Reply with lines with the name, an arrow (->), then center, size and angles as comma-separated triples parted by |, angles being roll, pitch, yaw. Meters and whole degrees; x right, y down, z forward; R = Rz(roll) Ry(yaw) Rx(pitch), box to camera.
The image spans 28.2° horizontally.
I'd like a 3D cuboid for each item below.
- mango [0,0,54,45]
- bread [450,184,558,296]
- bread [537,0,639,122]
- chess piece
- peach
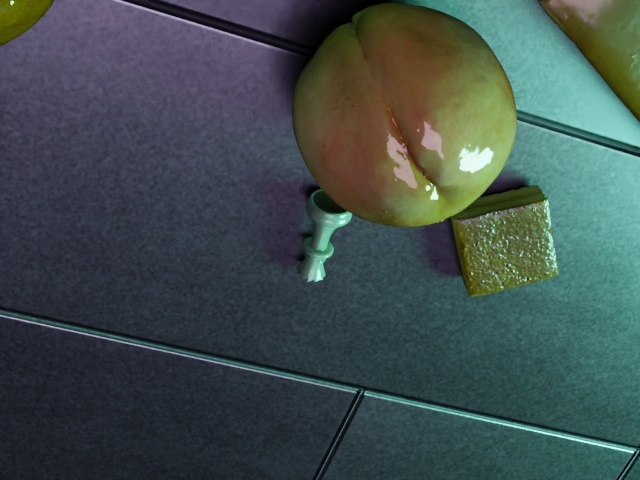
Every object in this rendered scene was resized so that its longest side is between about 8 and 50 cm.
mango -> -0.280, -0.183, 0.964 | 0.159, 0.084, 0.105 | 4, 128, -12
bread -> 0.171, 0.000, 1.191 | 0.090, 0.035, 0.094 | -15, 125, 1
bread -> 0.335, -0.139, 1.100 | 0.138, 0.077, 0.361 | -39, 121, 15
chess piece -> 0.000, 0.000, 1.163 | 0.042, 0.042, 0.093 | 5, 129, -13
peach -> 0.069, -0.097, 1.026 | 0.184, 0.184, 0.184 | -4, 124, -7
